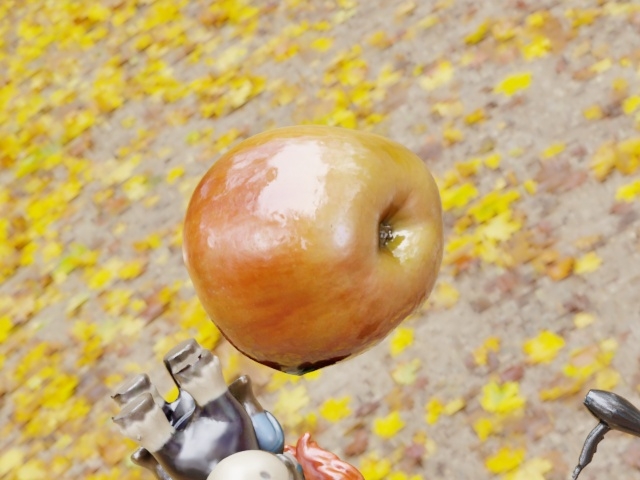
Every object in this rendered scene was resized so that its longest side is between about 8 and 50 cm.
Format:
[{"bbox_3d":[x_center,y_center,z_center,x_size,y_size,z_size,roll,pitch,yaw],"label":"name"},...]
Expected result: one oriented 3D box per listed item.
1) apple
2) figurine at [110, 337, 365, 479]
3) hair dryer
[{"bbox_3d":[0.000,0.000,0.940,0.199,0.199,0.199,-26,29,15],"label":"apple"},{"bbox_3d":[-0.050,0.279,1.246,0.241,0.411,0.306,-42,41,-24],"label":"figurine"},{"bbox_3d":[0.253,0.178,1.123,0.083,0.079,0.031,-60,-7,3],"label":"hair dryer"}]
